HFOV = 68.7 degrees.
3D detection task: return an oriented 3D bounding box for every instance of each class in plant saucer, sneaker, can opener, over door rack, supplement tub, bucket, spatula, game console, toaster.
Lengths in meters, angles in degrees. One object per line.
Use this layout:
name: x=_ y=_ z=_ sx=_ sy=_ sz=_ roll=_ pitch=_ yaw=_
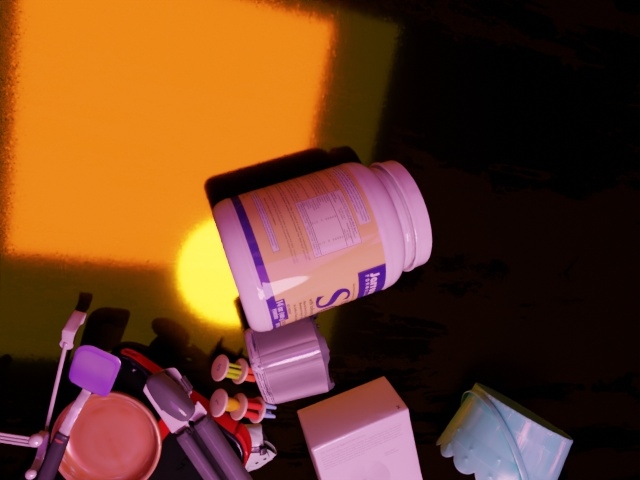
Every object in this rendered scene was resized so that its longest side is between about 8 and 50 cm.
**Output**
plant saucer: x=-0.394 y=0.373 z=0.875 sx=0.200 sy=0.037 sz=0.199 roll=0 pitch=95 yaw=-3
sneaker: x=-0.166 y=0.519 z=1.024 sx=0.151 sy=0.094 sz=0.255 roll=-6 pitch=107 yaw=-8
can opener: x=-0.229 y=0.361 z=0.850 sx=0.076 sy=0.095 sz=0.283 roll=-35 pitch=88 yaw=0
over door rack: x=-0.574 y=0.255 z=0.793 sx=0.240 sy=0.108 sz=0.324 roll=17 pitch=101 yaw=-15
supplement tub: x=0.000 y=0.000 z=0.833 sx=0.332 sy=0.241 sz=0.240 roll=-18 pitch=112 yaw=-11
bucket: x=0.439 y=0.482 z=1.118 sx=0.281 sy=0.281 sz=0.183 roll=29 pitch=88 yaw=-24
spatula: x=-0.445 y=0.320 z=0.835 sx=0.084 sy=0.030 sz=0.296 roll=26 pitch=94 yaw=-1
game console: x=-0.366 y=0.452 z=0.931 sx=0.342 sy=0.060 sz=0.386 roll=38 pitch=92 yaw=-4
toaster: x=-0.061 y=0.228 z=0.927 sx=0.147 sy=0.129 sz=0.226 roll=-16 pitch=138 yaw=-8

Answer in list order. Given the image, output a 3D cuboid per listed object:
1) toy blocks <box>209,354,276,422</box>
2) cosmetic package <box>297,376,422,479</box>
toy blocks: x=-0.152 y=0.309 z=0.966 sx=0.054 sy=0.123 sz=0.148 roll=-28 pitch=140 yaw=32
cosmetic package: x=0.090 y=0.470 z=1.070 sx=0.224 sy=0.138 sz=0.224 roll=-18 pitch=113 yaw=-11
